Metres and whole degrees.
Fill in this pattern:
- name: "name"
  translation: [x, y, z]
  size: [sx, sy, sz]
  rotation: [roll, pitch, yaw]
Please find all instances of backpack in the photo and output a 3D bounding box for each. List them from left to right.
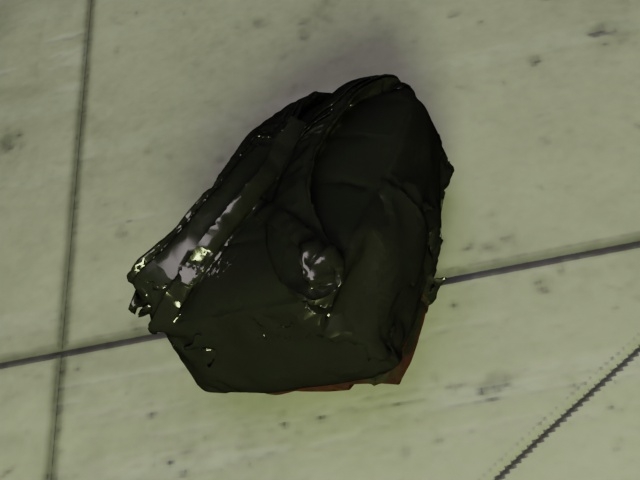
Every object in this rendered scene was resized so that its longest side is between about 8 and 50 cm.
- name: "backpack"
  translation: [0.004, -0.001, 0.479]
  size: [0.120, 0.106, 0.165]
  rotation: [-7, 34, 38]
